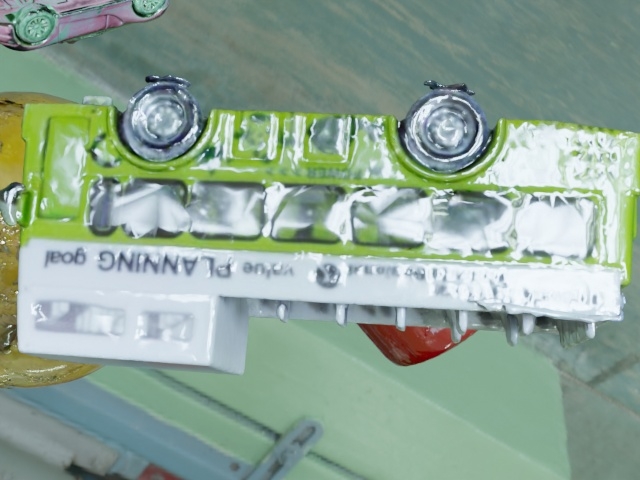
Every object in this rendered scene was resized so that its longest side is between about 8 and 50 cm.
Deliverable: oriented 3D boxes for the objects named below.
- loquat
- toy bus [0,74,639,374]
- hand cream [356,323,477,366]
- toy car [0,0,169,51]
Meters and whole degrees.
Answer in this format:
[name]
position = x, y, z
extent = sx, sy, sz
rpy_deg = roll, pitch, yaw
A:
[loquat]
position = -0.238, 0.002, 0.699
extent = 0.235, 0.235, 0.235
rpy_deg = 0, 120, 1
[toy bus]
position = 0.000, 0.000, 0.446
extent = 0.302, 0.113, 0.139
rpy_deg = 2, 79, 7
[hand cream]
position = 0.104, 0.020, 0.858
extent = 0.193, 0.193, 0.125
rpy_deg = -39, 98, 21
[toy car]
position = -0.168, -0.162, 0.583
extent = 0.069, 0.142, 0.055
rpy_deg = 48, 143, 23
